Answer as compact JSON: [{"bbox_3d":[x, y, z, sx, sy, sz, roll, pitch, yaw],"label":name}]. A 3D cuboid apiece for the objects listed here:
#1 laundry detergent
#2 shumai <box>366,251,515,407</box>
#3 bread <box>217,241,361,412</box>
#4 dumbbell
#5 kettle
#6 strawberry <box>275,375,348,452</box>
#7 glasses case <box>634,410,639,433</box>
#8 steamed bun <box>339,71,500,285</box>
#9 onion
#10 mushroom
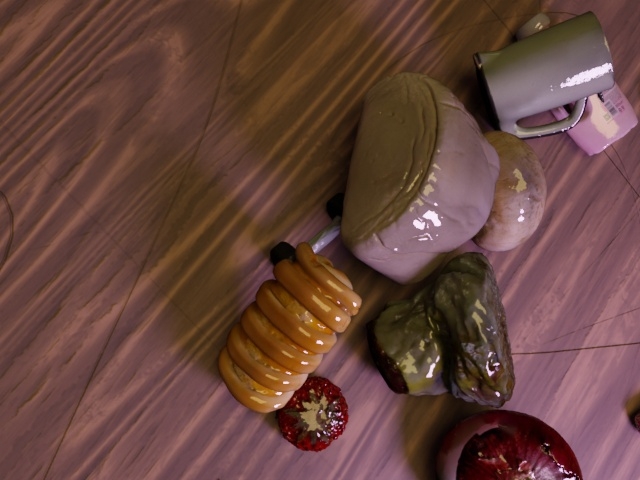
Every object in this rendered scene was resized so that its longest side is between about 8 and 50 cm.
[{"bbox_3d":[0.570,-0.362,1.450,0.159,0.088,0.335,-38,90,-7],"label":"laundry detergent"},{"bbox_3d":[0.229,0.183,1.245,0.263,0.304,0.309,-12,100,16],"label":"shumai"},{"bbox_3d":[-0.068,0.166,1.122,0.173,0.121,0.311,41,105,25],"label":"bread"},{"bbox_3d":[0.000,0.000,1.242,0.191,0.100,0.100,-41,92,-17],"label":"dumbbell"},{"bbox_3d":[0.475,-0.330,1.353,0.255,0.165,0.240,-20,118,15],"label":"kettle"},{"bbox_3d":[-0.012,0.326,1.196,0.145,0.086,0.145,2,80,-12],"label":"strawberry"},{"bbox_3d":[0.774,0.375,1.402,0.194,0.049,0.073,-24,89,-16],"label":"glasses case"},{"bbox_3d":[0.193,-0.124,1.184,0.247,0.236,0.384,36,55,-41],"label":"steamed bun"},{"bbox_3d":[0.359,0.442,1.238,0.272,0.195,0.272,3,101,16],"label":"onion"},{"bbox_3d":[0.358,-0.108,1.305,0.195,0.189,0.254,-8,79,-17],"label":"mushroom"}]
